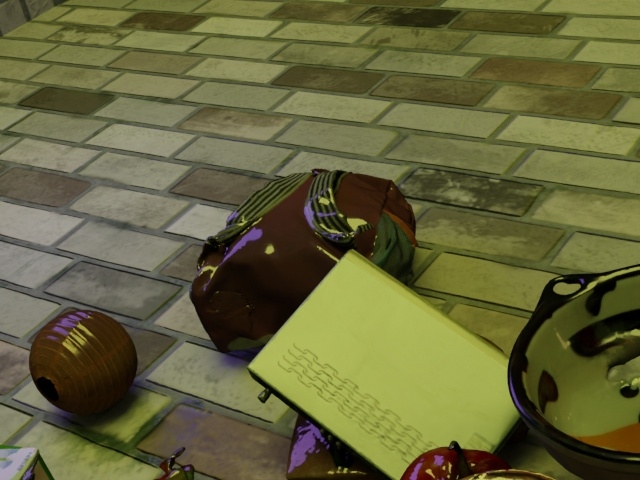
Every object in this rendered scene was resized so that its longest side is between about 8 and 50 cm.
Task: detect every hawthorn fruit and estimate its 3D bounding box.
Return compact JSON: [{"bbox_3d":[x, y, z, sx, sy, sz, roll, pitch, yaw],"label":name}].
[{"bbox_3d":[0.124,0.258,0.998,0.157,0.194,0.157,0,31,0],"label":"hawthorn fruit"}]

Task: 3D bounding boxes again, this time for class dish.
[{"bbox_3d":[0.315,0.139,0.990,0.303,0.120,0.303,-15,29,9],"label":"dish"}]

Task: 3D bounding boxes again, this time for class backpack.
[{"bbox_3d":[0.000,0.000,1.448,0.283,0.197,0.317,-4,30,21],"label":"backpack"}]

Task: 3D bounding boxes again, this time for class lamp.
[{"bbox_3d":[-0.300,0.154,1.381,0.136,0.136,0.136,-10,32,6],"label":"lamp"}]

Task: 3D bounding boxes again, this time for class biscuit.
[{"bbox_3d":[0.087,0.194,1.253,0.301,0.043,0.278,-32,36,-27],"label":"biscuit"}]

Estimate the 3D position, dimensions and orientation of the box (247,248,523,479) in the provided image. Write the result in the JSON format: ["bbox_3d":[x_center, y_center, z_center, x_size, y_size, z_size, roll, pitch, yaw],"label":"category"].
[{"bbox_3d":[0.077,0.155,1.183,0.270,0.045,0.211,33,71,21],"label":"box"}]

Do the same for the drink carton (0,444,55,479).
[{"bbox_3d":[-0.429,0.305,1.215,0.271,0.108,0.161,0,34,21],"label":"drink carton"}]

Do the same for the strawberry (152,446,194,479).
[{"bbox_3d":[-0.208,0.324,1.145,0.208,0.087,0.167,-35,8,13],"label":"strawberry"}]

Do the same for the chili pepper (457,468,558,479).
[{"bbox_3d":[0.150,0.337,0.807,0.251,0.305,0.229,-38,45,-14],"label":"chili pepper"}]
